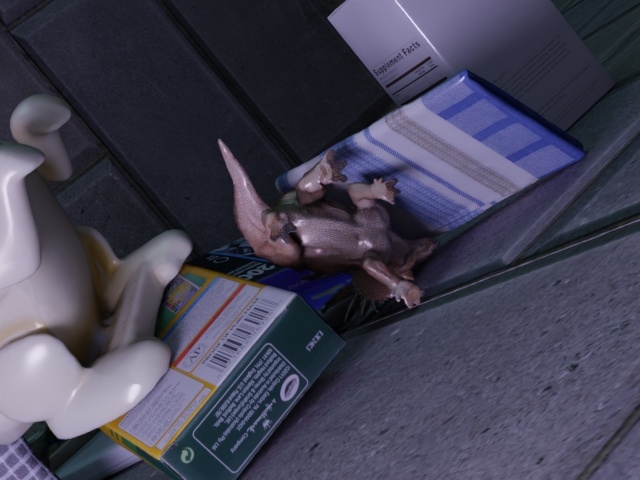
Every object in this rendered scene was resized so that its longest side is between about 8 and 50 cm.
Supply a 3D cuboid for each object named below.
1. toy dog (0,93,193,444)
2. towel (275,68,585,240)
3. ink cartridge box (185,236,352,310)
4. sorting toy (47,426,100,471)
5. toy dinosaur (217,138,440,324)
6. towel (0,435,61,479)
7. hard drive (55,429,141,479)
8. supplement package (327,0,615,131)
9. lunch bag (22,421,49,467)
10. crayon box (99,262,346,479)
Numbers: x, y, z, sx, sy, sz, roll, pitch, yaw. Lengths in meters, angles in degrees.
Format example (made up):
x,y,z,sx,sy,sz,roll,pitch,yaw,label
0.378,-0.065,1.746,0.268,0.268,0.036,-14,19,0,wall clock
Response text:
x,y,z,sx,sy,sz,roll,pitch,yaw,label
-0.386,0.000,1.435,0.395,0.408,0.284,-29,27,30,toy dog
0.115,-0.079,1.489,0.285,0.209,0.034,-29,49,38,towel
-0.046,0.036,1.652,0.208,0.045,0.206,10,25,43,ink cartridge box
-0.513,0.369,2.541,0.255,0.089,0.257,-42,6,-19,sorting toy
0.000,0.000,1.480,0.200,0.296,0.127,-30,41,67,toy dinosaur
-0.437,0.337,1.596,0.284,0.235,0.121,-42,12,-21,towel
-0.244,0.255,1.939,0.203,0.040,0.307,-44,7,-38,hard drive
0.185,-0.239,1.734,0.177,0.293,0.175,-41,6,-20,supplement package
-0.552,0.374,2.069,0.287,0.169,0.235,-41,-21,-31,lunch bag
-0.132,0.133,1.426,0.203,0.083,0.323,-50,25,-14,crayon box
